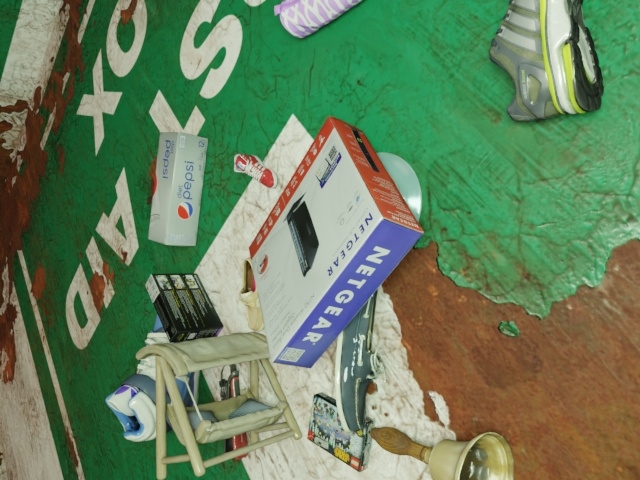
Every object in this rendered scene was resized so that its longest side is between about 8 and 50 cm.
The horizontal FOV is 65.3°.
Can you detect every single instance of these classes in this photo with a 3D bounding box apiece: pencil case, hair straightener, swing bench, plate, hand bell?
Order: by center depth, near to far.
[{"bbox_3d":[0.163,0.335,0.790,0.242,0.126,0.126,-3,86,55],"label":"hand bell"},{"bbox_3d":[0.097,-0.067,0.904,0.188,0.024,0.188,-2,87,44],"label":"plate"},{"bbox_3d":[0.011,-0.469,0.957,0.206,0.088,0.086,-18,74,42],"label":"pencil case"},{"bbox_3d":[-0.204,0.312,1.014,0.165,0.253,0.255,-27,71,39],"label":"swing bench"},{"bbox_3d":[-0.221,0.388,1.167,0.089,0.047,0.231,-21,74,40],"label":"hair straightener"}]

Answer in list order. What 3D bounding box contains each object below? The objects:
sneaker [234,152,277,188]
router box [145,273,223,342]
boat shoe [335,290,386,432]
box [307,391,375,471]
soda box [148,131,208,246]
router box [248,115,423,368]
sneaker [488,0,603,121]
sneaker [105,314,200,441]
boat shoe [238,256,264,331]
[{"bbox_3d":[-0.148,-0.155,1.107,0.118,0.067,0.042,45,118,35],"label":"sneaker"},{"bbox_3d":[-0.334,0.160,1.223,0.046,0.133,0.179,-52,56,28],"label":"router box"},{"bbox_3d":[0.071,0.201,0.871,0.079,0.095,0.255,-3,72,12],"label":"boat shoe"},{"bbox_3d":[0.036,0.358,0.941,0.137,0.027,0.094,13,98,42],"label":"box"},{"bbox_3d":[-0.372,-0.133,1.299,0.098,0.091,0.287,13,97,43],"label":"soda box"},{"bbox_3d":[0.000,0.000,0.882,0.335,0.082,0.301,-55,34,28],"label":"router box"},{"bbox_3d":[0.286,-0.303,0.683,0.121,0.111,0.300,-15,76,46],"label":"sneaker"},{"bbox_3d":[-0.400,0.309,1.193,0.130,0.236,0.323,-1,91,24],"label":"sneaker"},{"bbox_3d":[-0.153,0.118,1.106,0.063,0.059,0.170,-1,88,43],"label":"boat shoe"}]
